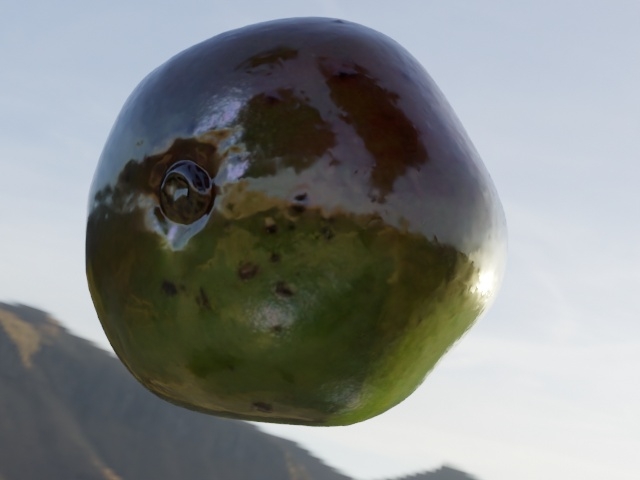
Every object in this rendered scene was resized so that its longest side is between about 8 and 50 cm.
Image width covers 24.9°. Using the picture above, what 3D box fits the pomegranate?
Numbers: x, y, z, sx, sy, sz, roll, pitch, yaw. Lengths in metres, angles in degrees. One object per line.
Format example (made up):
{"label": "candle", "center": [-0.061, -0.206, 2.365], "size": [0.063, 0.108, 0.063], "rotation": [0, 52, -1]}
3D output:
{"label": "pomegranate", "center": [0.000, 0.000, 0.626], "size": [0.180, 0.180, 0.210], "rotation": [9, -9, 27]}
